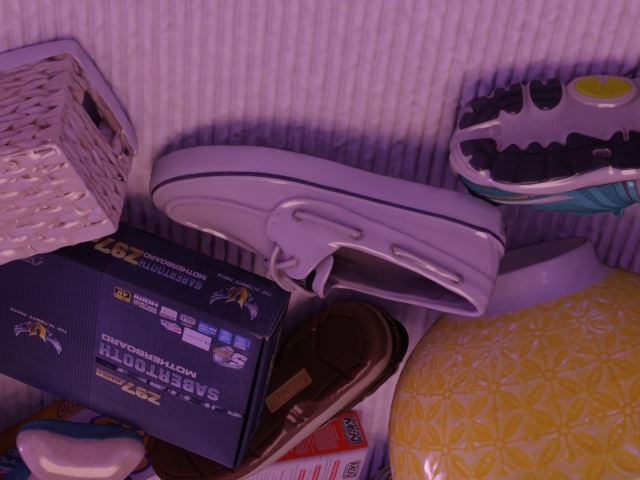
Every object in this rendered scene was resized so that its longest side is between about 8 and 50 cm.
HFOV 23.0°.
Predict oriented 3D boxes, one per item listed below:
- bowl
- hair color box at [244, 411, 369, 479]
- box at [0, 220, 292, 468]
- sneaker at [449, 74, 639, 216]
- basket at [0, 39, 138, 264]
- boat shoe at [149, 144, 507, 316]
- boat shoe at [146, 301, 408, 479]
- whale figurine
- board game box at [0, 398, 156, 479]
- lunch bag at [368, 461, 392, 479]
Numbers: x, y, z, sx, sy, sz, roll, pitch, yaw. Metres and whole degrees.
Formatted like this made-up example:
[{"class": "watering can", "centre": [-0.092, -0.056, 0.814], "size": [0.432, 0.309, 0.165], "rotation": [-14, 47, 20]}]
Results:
[{"class": "bowl", "centre": [0.176, 0.087, 1.222], "size": [0.289, 0.289, 0.156], "rotation": [-14, 96, 14]}, {"class": "hair color box", "centre": [-0.033, 0.202, 1.439], "size": [0.141, 0.043, 0.072], "rotation": [-6, 142, -17]}, {"class": "box", "centre": [-0.149, 0.070, 1.231], "size": [0.233, 0.059, 0.183], "rotation": [22, 140, 6]}, {"class": "sneaker", "centre": [0.231, -0.068, 1.133], "size": [0.275, 0.107, 0.110], "rotation": [0, 160, 5]}, {"class": "basket", "centre": [-0.226, -0.052, 1.105], "size": [0.167, 0.103, 0.113], "rotation": [-14, 138, 15]}, {"class": "boat shoe", "centre": [0.000, 0.000, 1.156], "size": [0.267, 0.088, 0.096], "rotation": [13, 155, -1]}, {"class": "boat shoe", "centre": [-0.030, 0.140, 1.348], "size": [0.257, 0.095, 0.095], "rotation": [-30, 164, 25]}, {"class": "whale figurine", "centre": [-0.218, 0.226, 1.363], "size": [0.216, 0.141, 0.272], "rotation": [6, 135, -9]}, {"class": "board game box", "centre": [-0.204, 0.186, 1.448], "size": [0.259, 0.039, 0.124], "rotation": [-32, 133, 27]}, {"class": "lunch bag", "centre": [0.067, 0.371, 1.529], "size": [0.256, 0.212, 0.305], "rotation": [53, 129, 4]}]
